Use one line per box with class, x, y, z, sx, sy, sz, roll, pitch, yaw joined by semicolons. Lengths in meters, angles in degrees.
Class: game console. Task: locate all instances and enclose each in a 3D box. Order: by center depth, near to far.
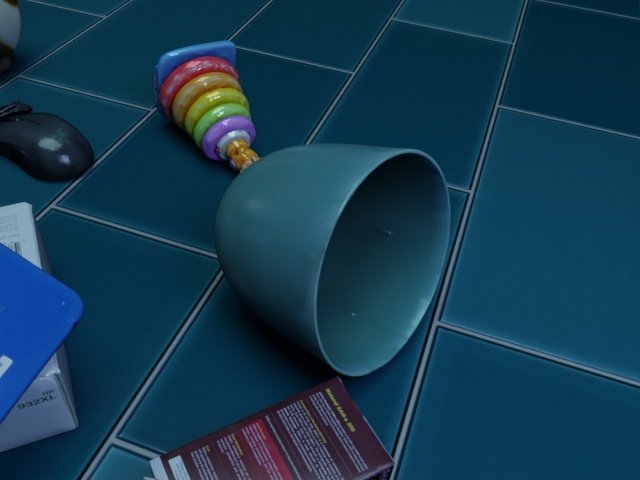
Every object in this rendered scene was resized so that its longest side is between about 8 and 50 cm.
game console;-0.449;0.130;0.653;0.250;0.173;0.293;37;45;-12

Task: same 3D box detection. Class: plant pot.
plant pot;0.000;0.000;0.842;0.235;0.292;0.293;20;44;36

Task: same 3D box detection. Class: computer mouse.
computer mouse;-0.539;-0.193;1.141;0.272;0.072;0.188;23;46;19

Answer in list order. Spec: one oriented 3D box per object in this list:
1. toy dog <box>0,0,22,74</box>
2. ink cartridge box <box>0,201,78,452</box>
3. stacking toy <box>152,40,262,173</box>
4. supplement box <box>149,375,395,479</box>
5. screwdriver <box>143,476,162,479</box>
toy dog;-0.831;-0.487;1.323;0.408;0.284;0.395;21;9;19
ink cartridge box;-0.450;0.114;0.781;0.223;0.129;0.307;-15;47;-19
stacking toy;-0.181;-0.210;1.158;0.166;0.175;0.301;-21;63;-24
supplement box;-0.053;0.264;0.699;0.240;0.073;0.130;-19;50;-22
screwdriver;-0.102;0.263;0.629;0.170;0.024;0.025;9;17;5
